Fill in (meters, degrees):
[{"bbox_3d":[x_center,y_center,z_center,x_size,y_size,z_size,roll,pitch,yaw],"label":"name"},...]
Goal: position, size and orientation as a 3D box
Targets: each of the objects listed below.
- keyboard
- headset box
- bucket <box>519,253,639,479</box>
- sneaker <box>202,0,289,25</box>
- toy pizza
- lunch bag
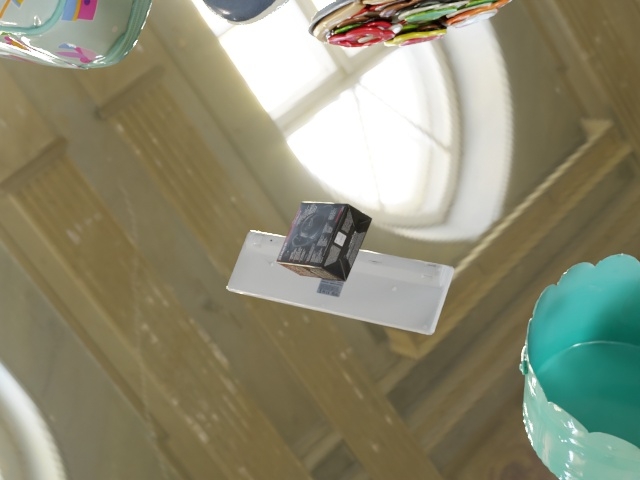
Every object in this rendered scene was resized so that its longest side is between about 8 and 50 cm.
[{"bbox_3d":[0.014,0.040,1.139,0.256,0.014,0.072,10,-103,34],"label":"keyboard"},{"bbox_3d":[0.000,0.000,0.971,0.083,0.032,0.062,3,-113,58],"label":"headset box"},{"bbox_3d":[0.378,0.174,1.353,0.281,0.183,0.281,0,-127,0],"label":"bucket"},{"bbox_3d":[-0.053,-0.314,0.810,0.148,0.131,0.350,-31,148,-50],"label":"sneaker"},{"bbox_3d":[0.088,-0.201,0.986,0.201,0.032,0.201,-12,178,0],"label":"toy pizza"},{"bbox_3d":[-0.234,-0.259,0.880,0.279,0.108,0.224,12,-93,36],"label":"lunch bag"}]
